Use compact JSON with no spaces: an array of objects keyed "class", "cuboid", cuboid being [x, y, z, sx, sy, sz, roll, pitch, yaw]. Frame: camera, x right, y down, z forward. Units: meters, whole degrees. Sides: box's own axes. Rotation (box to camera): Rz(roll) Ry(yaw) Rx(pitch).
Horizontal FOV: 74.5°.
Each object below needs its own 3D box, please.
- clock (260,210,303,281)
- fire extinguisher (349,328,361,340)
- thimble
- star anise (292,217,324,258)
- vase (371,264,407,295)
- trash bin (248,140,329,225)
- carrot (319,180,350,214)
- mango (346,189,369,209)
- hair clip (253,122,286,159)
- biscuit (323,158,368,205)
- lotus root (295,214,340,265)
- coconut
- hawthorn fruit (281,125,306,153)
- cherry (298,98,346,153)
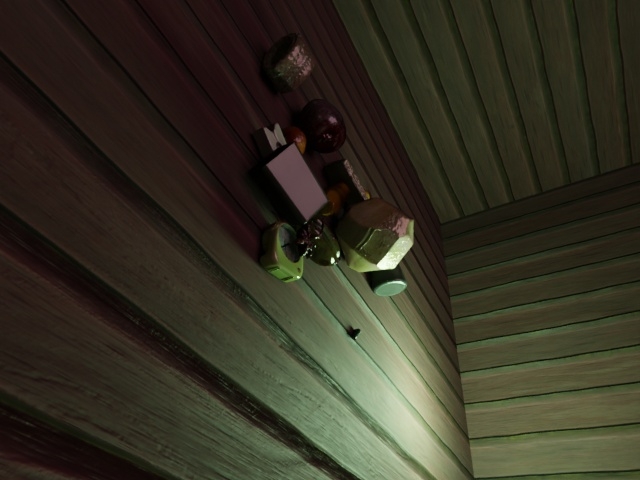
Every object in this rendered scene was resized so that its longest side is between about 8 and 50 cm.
[{"class":"clock","cuboid":[-0.128,0.012,1.404,0.170,0.069,0.232,42,37,-46]},{"class":"fire extinguisher","cuboid":[0.142,0.390,1.751,0.038,0.025,0.083,36,22,12]},{"class":"thimble","cuboid":[-0.137,-0.743,1.762,0.148,0.196,0.229,45,66,-40]},{"class":"star anise","cuboid":[-0.033,-0.018,1.446,0.097,0.070,0.190,47,43,-25]},{"class":"vase","cuboid":[0.325,0.113,2.174,0.173,0.173,0.321,40,33,-49]},{"class":"trash bin","cuboid":[-0.102,-0.187,1.439,0.164,0.122,0.240,-44,112,-26]},{"class":"carrot","cuboid":[0.063,-0.193,1.884,0.114,0.114,0.302,66,24,-12]},{"class":"mango","cuboid":[0.198,-0.160,2.148,0.157,0.109,0.262,38,38,-30]},{"class":"hair clip","cuboid":[-0.135,-0.258,1.541,0.101,0.085,0.331,-34,109,-44]},{"class":"biscuit","cuboid":[0.129,-0.268,2.013,0.052,0.150,0.252,-43,112,-31]},{"class":"lotus root","cuboid":[-0.010,0.001,1.591,0.124,0.123,0.241,-50,127,-28]},{"class":"coconut","cuboid":[0.235,-0.017,1.897,0.352,0.352,0.352,44,37,-45]},{"class":"hawthorn fruit","cuboid":[-0.120,-0.375,1.631,0.125,0.125,0.140,59,40,-24]},{"class":"cherry","cuboid":[0.006,-0.517,1.883,0.230,0.203,0.300,33,36,-43]}]
